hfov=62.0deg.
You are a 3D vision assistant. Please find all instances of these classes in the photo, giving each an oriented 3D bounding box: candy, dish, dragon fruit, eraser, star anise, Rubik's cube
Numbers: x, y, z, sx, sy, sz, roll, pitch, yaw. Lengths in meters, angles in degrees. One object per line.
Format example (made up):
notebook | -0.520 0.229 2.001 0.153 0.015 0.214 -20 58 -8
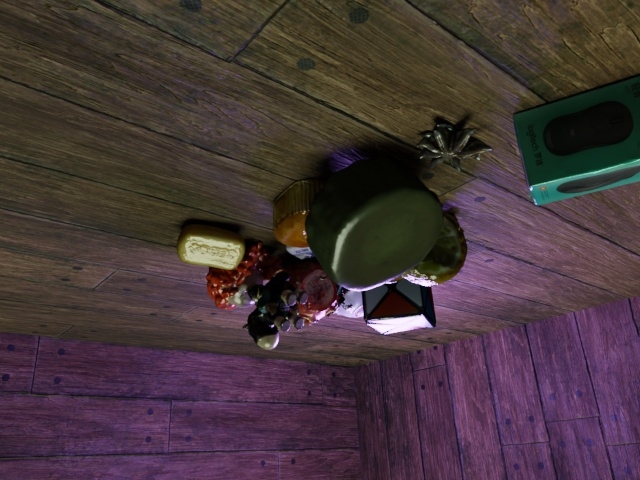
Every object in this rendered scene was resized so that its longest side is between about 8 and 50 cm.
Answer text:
candy | 0.326 0.013 1.642 0.260 0.259 0.118 5 157 -18
dish | 0.176 0.284 2.366 0.229 0.081 0.229 -23 148 -15
dragon fruit | -0.055 0.194 2.052 0.269 0.250 0.291 -20 180 -23
eraser | 0.000 0.000 1.808 0.210 0.068 0.124 -13 156 20
star anise | 0.328 -0.233 1.307 0.205 0.061 0.181 23 158 -38
Rubik's cube | 0.314 0.226 2.150 0.250 0.246 0.248 -11 155 17

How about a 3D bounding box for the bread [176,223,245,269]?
bread | -0.356 0.014 1.737 0.217 0.098 0.147 14 126 -23

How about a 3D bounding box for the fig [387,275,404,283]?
fig | 0.165 0.034 1.741 0.275 0.206 0.206 6 155 -18

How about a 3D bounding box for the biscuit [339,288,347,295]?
biscuit | 0.076 0.246 2.384 0.070 0.082 0.168 -39 147 10

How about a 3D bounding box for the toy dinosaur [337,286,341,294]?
toy dinosaur | 0.177 0.065 1.926 0.329 0.076 0.144 -32 131 -9

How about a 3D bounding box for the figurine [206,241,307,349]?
figurine | -0.224 0.191 1.881 0.241 0.412 0.306 -20 146 -43

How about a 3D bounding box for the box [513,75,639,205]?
box | 0.612 -0.223 1.195 0.311 0.205 0.118 -13 157 25

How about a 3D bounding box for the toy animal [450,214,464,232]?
toy animal | 0.411 -0.003 1.822 0.099 0.056 0.241 -1 138 -31

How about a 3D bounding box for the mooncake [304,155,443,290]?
mooncake | 0.136 -0.043 1.423 0.356 0.194 0.356 -16 136 -17

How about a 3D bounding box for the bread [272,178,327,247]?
bread | -0.038 -0.069 1.565 0.179 0.133 0.250 16 150 -30
